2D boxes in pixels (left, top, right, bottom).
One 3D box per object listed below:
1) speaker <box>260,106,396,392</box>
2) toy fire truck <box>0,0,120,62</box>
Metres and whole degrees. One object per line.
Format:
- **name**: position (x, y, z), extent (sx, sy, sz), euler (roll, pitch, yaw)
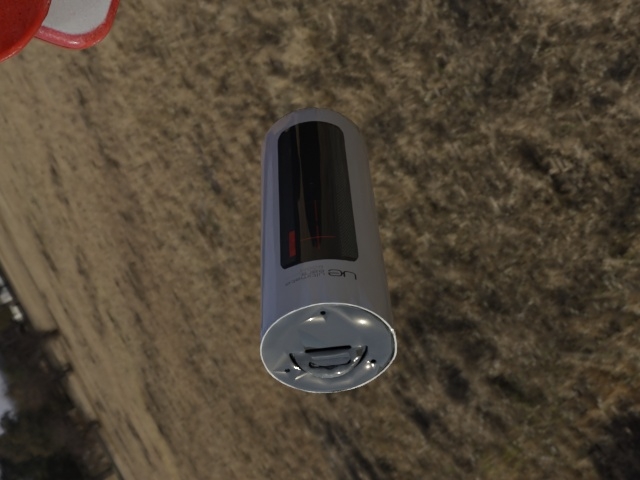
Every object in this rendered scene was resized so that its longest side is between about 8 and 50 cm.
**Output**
- **speaker**: position (0.000, 0.000, 0.375), extent (0.136, 0.055, 0.055), euler (-93, -5, -48)
- **toy fire truck**: position (-0.236, -0.236, 0.441), extent (0.169, 0.302, 0.254), euler (31, 105, 64)
